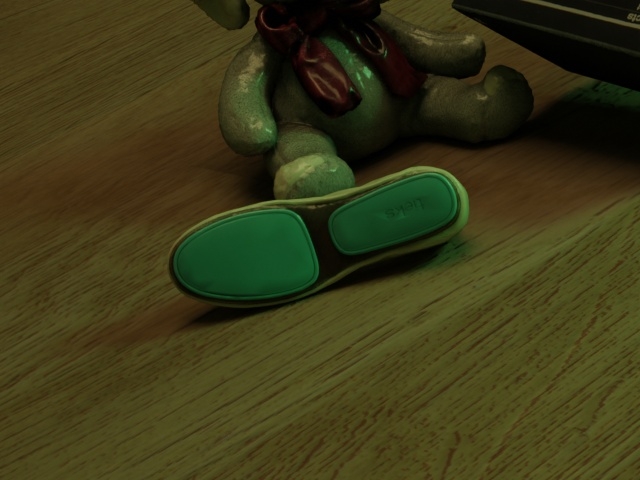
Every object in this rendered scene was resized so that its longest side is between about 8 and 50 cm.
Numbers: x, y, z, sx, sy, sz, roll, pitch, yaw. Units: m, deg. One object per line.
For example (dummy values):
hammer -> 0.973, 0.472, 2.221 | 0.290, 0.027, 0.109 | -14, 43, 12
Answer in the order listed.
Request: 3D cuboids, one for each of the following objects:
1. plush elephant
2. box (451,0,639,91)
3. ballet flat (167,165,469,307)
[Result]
plush elephant -> 0.005, -0.207, 1.709 | 0.272, 0.255, 0.330 | -22, 24, -16
box -> 0.315, -0.278, 1.584 | 0.183, 0.294, 0.296 | 24, 1, -39
ballet flat -> 0.000, 0.000, 1.490 | 0.248, 0.086, 0.086 | -12, 23, 2
